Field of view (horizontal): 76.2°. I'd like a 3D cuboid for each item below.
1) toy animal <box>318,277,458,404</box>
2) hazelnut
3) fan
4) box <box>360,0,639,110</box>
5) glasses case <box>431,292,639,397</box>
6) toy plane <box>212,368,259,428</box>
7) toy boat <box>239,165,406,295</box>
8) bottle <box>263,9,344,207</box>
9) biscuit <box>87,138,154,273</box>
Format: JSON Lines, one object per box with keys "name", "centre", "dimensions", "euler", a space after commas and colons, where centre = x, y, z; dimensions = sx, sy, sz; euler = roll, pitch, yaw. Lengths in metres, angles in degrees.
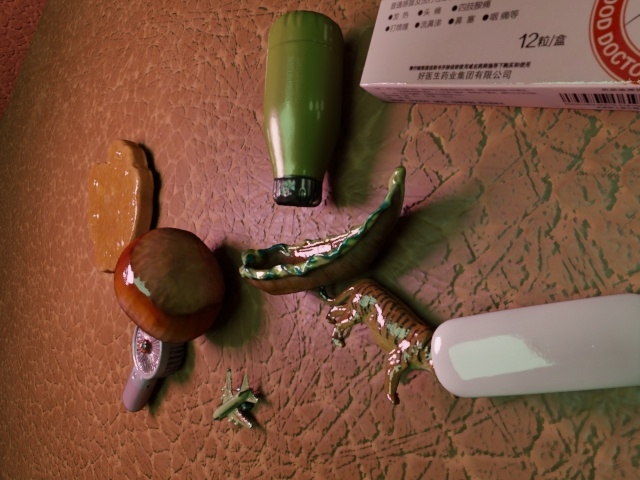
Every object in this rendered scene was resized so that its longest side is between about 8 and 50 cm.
{"name": "toy animal", "centre": [0.080, 0.112, 0.496], "dimensions": [0.241, 0.056, 0.099], "euler": [41, 105, 39]}
{"name": "hazelnut", "centre": [-0.271, 0.084, 0.729], "dimensions": [0.214, 0.176, 0.215], "euler": [3, 94, 39]}
{"name": "fan", "centre": [-0.362, 0.264, 0.860], "dimensions": [0.130, 0.074, 0.244], "euler": [43, 113, 36]}
{"name": "box", "centre": [0.213, -0.249, 0.410], "dimensions": [0.353, 0.069, 0.214], "euler": [19, 97, 40]}
{"name": "glasses case", "centre": [0.199, 0.096, 0.367], "dimensions": [0.197, 0.049, 0.076], "euler": [-15, 71, 24]}
{"name": "toy plane", "centre": [-0.143, 0.272, 0.682], "dimensions": [0.111, 0.040, 0.102], "euler": [-48, 55, 28]}
{"name": "toy boat", "centre": [0.007, 0.009, 0.540], "dimensions": [0.292, 0.108, 0.099], "euler": [-25, 96, 37]}
{"name": "bottle", "centre": [-0.026, -0.178, 0.583], "dimensions": [0.112, 0.112, 0.260], "euler": [-1, 84, 42]}
{"name": "biscuit", "centre": [-0.519, -0.095, 1.058], "dimensions": [0.312, 0.057, 0.351], "euler": [-46, 59, 28]}
